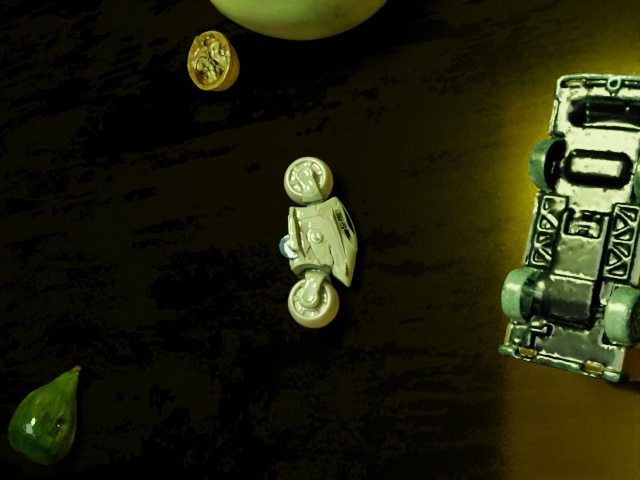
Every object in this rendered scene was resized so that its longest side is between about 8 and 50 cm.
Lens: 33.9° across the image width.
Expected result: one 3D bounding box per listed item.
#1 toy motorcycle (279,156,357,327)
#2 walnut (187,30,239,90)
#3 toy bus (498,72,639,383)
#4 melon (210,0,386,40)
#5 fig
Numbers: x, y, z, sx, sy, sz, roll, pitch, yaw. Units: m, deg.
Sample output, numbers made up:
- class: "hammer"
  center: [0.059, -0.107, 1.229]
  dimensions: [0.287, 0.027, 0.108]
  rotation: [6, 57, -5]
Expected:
- class: "toy motorcycle"
  center: [0.000, 0.000, 1.516]
  dimensions: [0.112, 0.112, 0.254]
  rotation: [-13, 70, 35]
- class: "walnut"
  center: [-0.171, -0.293, 1.752]
  dimensions: [0.091, 0.052, 0.121]
  rotation: [-45, 52, 21]
- class: "toy bus"
  center: [0.332, -0.009, 1.183]
  dimensions: [0.161, 0.194, 0.324]
  rotation: [10, 87, 40]
- class: "melon"
  center: [-0.024, -0.428, 1.540]
  dimensions: [0.330, 0.268, 0.269]
  rotation: [2, 77, 17]
- class: "fig"
  center: [-0.461, 0.289, 1.788]
  dimensions: [0.117, 0.117, 0.178]
  rotation: [4, 69, 39]
